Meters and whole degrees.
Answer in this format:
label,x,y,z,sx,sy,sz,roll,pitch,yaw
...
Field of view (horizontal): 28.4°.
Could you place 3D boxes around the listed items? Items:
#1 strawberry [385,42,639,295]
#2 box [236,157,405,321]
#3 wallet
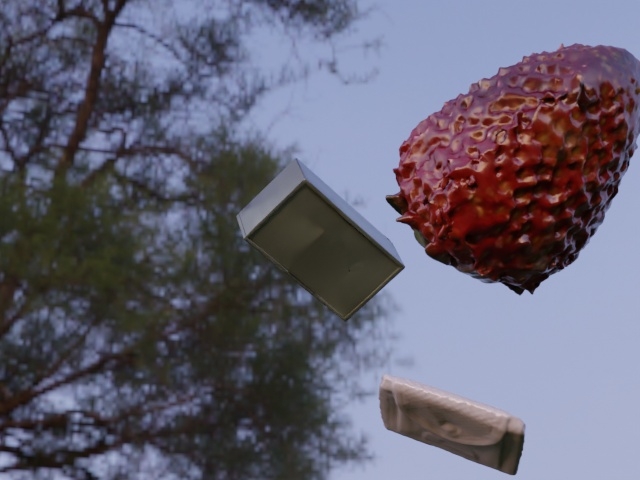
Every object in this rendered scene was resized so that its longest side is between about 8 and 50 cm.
label,x,y,z,sx,sy,sz,roll,pitch,yaw
strawberry,0.262,-0.108,1.621,0.292,0.292,0.343,20,-60,-28
box,0.000,0.000,1.910,0.129,0.086,0.225,-43,-61,12
wallet,0.153,0.219,1.499,0.183,0.032,0.124,17,-34,16
